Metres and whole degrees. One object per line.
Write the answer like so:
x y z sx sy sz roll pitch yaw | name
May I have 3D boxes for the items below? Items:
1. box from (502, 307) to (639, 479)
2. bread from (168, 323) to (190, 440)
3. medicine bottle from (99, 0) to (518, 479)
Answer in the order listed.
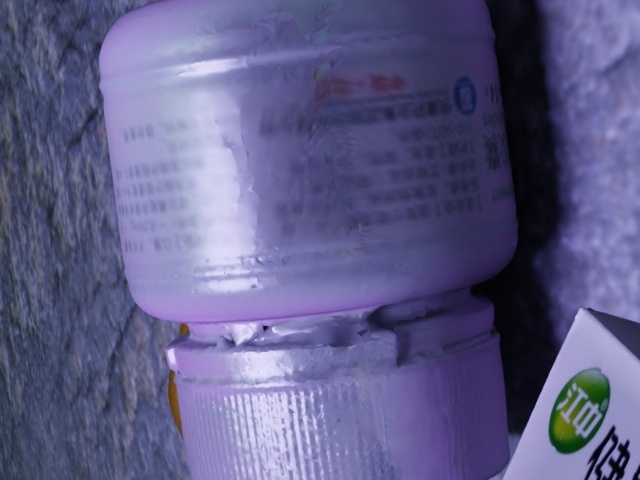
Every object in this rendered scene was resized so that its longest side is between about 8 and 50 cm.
0.173 0.164 0.575 0.333 0.145 0.173 -118 50 -74 | box
-0.039 0.103 1.159 0.174 0.121 0.245 64 147 33 | bread
0.000 0.000 0.910 0.241 0.241 0.301 -1 97 63 | medicine bottle
